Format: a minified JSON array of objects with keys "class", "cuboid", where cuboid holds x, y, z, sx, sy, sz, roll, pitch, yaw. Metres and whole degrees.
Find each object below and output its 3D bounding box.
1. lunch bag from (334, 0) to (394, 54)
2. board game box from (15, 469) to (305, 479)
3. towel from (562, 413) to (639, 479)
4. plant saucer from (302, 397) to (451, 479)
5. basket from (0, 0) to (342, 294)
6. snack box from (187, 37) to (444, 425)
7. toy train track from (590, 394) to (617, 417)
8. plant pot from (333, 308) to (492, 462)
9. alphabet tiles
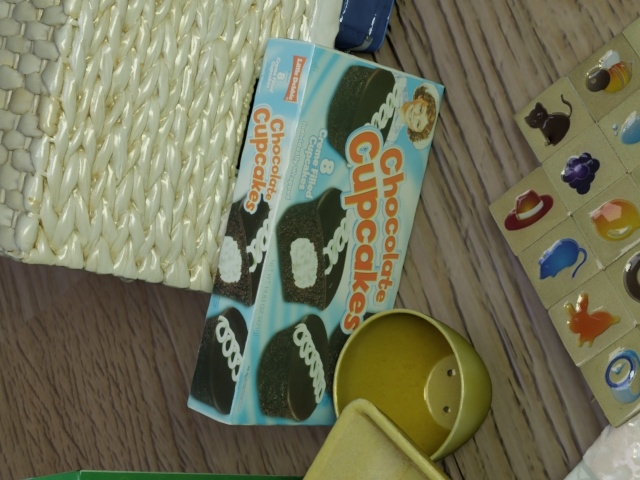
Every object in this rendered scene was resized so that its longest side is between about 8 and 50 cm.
[{"class":"lunch bag","cuboid":[0.031,-0.218,1.389,0.067,0.065,0.098,17,93,56]},{"class":"board game box","cuboid":[-0.163,0.239,1.323,0.213,0.317,0.046,-14,73,37]},{"class":"towel","cuboid":[0.322,0.231,1.070,0.317,0.053,0.332,-50,53,19]},{"class":"plant saucer","cuboid":[0.082,0.344,1.169,0.333,0.081,0.333,44,119,31]},{"class":"basket","cuboid":[-0.192,-0.136,1.396,0.331,0.266,0.328,18,97,56]},{"class":"snack box","cuboid":[0.000,0.000,1.307,0.060,0.187,0.322,15,94,40]},{"class":"toy train track","cuboid":[0.232,0.120,1.176,0.014,0.083,0.048,38,112,-2]},{"class":"plant pot","cuboid":[0.092,0.128,1.272,0.134,0.095,0.134,-7,79,38]},{"class":"alphabet tiles","cuboid":[0.285,-0.026,1.141,0.285,0.011,0.343,-39,53,20]}]
